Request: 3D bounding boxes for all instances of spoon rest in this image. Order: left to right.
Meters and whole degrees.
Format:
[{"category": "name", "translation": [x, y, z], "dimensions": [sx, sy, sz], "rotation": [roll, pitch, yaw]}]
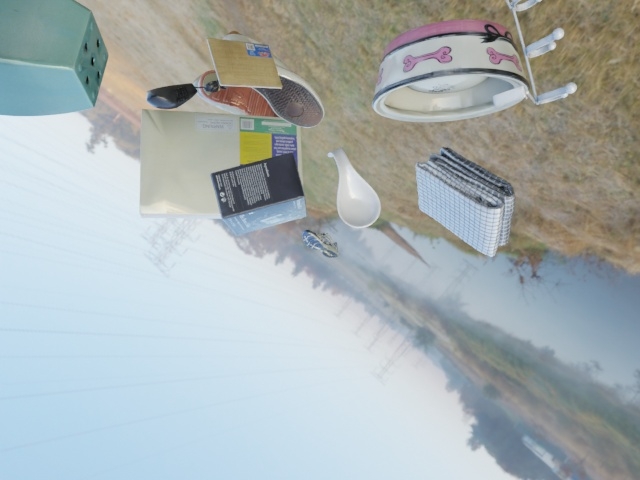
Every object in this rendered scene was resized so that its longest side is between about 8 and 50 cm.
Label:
[{"category": "spoon rest", "translation": [0.095, -0.171, 1.540], "dimensions": [0.084, 0.137, 0.277], "rotation": [80, 168, -80]}]

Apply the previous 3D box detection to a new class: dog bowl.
[{"category": "dog bowl", "translation": [0.340, -0.444, 1.301], "dimensions": [0.407, 0.151, 0.408], "rotation": [-2, 179, 0]}]

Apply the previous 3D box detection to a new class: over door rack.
[{"category": "over door rack", "translation": [0.412, -0.391, 0.953], "dimensions": [0.324, 0.108, 0.240], "rotation": [-20, -86, -49]}]

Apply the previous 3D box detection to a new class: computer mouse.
[{"category": "computer mouse", "translation": [-0.264, -0.301, 0.998], "dimensions": [0.242, 0.071, 0.041], "rotation": [-39, -60, -56]}]

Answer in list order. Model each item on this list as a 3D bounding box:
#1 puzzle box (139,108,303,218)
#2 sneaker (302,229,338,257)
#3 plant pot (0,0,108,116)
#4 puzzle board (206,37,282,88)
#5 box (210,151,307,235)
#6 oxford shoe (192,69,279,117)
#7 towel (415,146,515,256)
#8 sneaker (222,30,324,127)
[{"category": "puzzle box", "translation": [-0.246, -0.189, 1.242], "dimensions": [0.408, 0.272, 0.052], "rotation": [0, 168, -14]}, {"category": "sneaker", "translation": [0.000, 0.000, 1.445], "dimensions": [0.052, 0.058, 0.135], "rotation": [-23, 134, 40]}, {"category": "plant pot", "translation": [-0.454, -0.283, 0.712], "dimensions": [0.234, 0.166, 0.166], "rotation": [9, 162, -8]}, {"category": "puzzle board", "translation": [-0.140, -0.326, 0.899], "dimensions": [0.011, 0.128, 0.097], "rotation": [-34, 70, 52]}, {"category": "box", "translation": [-0.113, -0.086, 0.943], "dimensions": [0.156, 0.158, 0.093], "rotation": [88, 166, -79]}, {"category": "oxford shoe", "translation": [-0.289, -0.530, 1.821], "dimensions": [0.396, 0.141, 0.146], "rotation": [19, -179, -37]}, {"category": "towel", "translation": [0.411, -0.114, 1.378], "dimensions": [0.283, 0.121, 0.235], "rotation": [40, 165, 33]}, {"category": "sneaker", "translation": [-0.102, -0.381, 1.123], "dimensions": [0.290, 0.106, 0.123], "rotation": [33, -144, -34]}]
